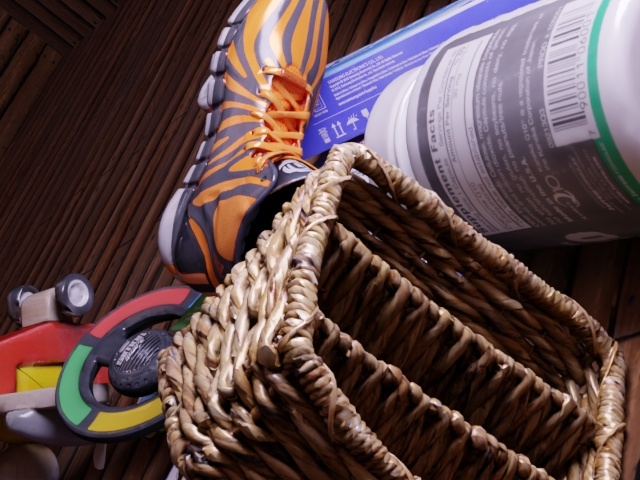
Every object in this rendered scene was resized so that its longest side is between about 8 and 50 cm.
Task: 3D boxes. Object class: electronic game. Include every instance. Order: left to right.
[{"bbox_3d":[-0.203,0.139,1.634,0.229,0.048,0.229,-19,38,16],"label":"electronic game"}]

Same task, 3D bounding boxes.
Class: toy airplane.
[{"bbox_3d":[-0.436,0.230,1.868,0.384,0.272,0.386,-19,8,-2],"label":"toy airplane"}]

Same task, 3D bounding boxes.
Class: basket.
[{"bbox_3d":[0.071,0.115,0.950,0.223,0.299,0.213,-48,21,10],"label":"basket"}]

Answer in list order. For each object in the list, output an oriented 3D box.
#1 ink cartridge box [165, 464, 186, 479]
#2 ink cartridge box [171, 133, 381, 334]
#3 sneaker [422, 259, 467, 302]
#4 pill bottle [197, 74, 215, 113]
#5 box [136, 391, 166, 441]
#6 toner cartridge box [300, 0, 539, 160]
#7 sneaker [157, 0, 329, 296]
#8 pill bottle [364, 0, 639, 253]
[{"bbox_3d":[-0.090,0.237,1.446,0.208,0.045,0.206,-18,38,53],"label":"ink cartridge box"},{"bbox_3d":[0.019,0.020,1.404,0.289,0.121,0.211,-51,20,-25],"label":"ink cartridge box"},{"bbox_3d":[0.042,0.150,1.202,0.321,0.126,0.127,-53,33,21],"label":"sneaker"},{"bbox_3d":[-0.082,-0.170,1.930,0.087,0.160,0.087,-43,22,23],"label":"pill bottle"},{"bbox_3d":[-0.145,0.159,1.701,0.207,0.036,0.114,-31,29,43],"label":"box"},{"bbox_3d":[0.123,-0.195,1.468,0.348,0.075,0.165,-23,11,23],"label":"toner cartridge box"},{"bbox_3d":[-0.032,-0.094,1.327,0.180,0.124,0.321,13,85,57],"label":"sneaker"},{"bbox_3d":[0.199,-0.096,1.161,0.361,0.204,0.204,-11,45,60],"label":"pill bottle"}]
